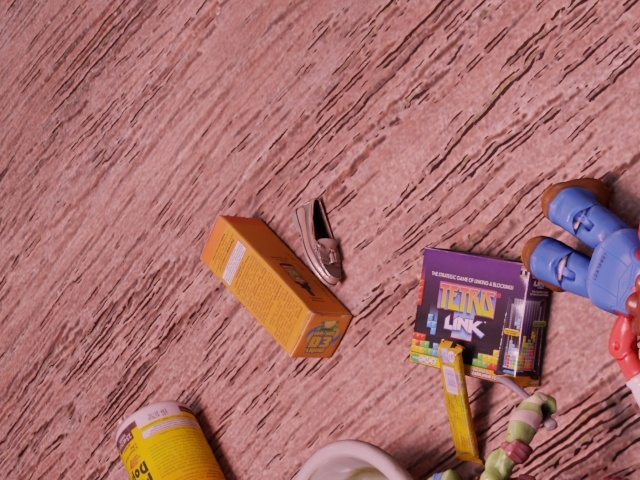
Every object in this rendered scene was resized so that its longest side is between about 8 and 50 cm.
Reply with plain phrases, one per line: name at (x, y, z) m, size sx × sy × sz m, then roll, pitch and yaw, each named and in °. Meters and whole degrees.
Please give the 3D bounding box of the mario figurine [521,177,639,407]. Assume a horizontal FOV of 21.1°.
mario figurine at (0.356, 0.056, 1.790) m, size 0.320 × 0.170 × 0.198 m, roll 43°, pitch 154°, yaw 52°

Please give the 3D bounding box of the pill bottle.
pill bottle at (-0.190, 0.331, 2.325) m, size 0.117 × 0.117 × 0.215 m, roll -52°, pitch 52°, yaw 30°

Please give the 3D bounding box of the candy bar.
candy bar at (0.161, 0.190, 1.987) m, size 0.040 × 0.018 × 0.161 m, roll 12°, pitch 121°, yaw 46°

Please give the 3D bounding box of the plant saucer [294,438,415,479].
plant saucer at (0.082, 0.428, 2.000) m, size 0.400 × 0.100 × 0.400 m, roll 11°, pitch 103°, yaw 59°

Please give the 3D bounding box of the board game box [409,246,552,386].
board game box at (0.186, 0.087, 1.994) m, size 0.170 × 0.048 × 0.141 m, roll 9°, pitch 94°, yaw 47°

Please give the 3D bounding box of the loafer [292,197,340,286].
loafer at (0.000, 0.000, 2.209) m, size 0.039 × 0.045 × 0.125 m, roll -43°, pitch 54°, yaw 28°

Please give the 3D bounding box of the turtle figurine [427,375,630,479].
turtle figurine at (0.261, 0.266, 1.828) m, size 0.266 × 0.274 × 0.198 m, roll 14°, pitch 89°, yaw 23°

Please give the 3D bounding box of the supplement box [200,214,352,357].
supplement box at (-0.061, 0.059, 2.243) m, size 0.233 × 0.078 × 0.080 m, roll 43°, pitch 117°, yaw 41°
